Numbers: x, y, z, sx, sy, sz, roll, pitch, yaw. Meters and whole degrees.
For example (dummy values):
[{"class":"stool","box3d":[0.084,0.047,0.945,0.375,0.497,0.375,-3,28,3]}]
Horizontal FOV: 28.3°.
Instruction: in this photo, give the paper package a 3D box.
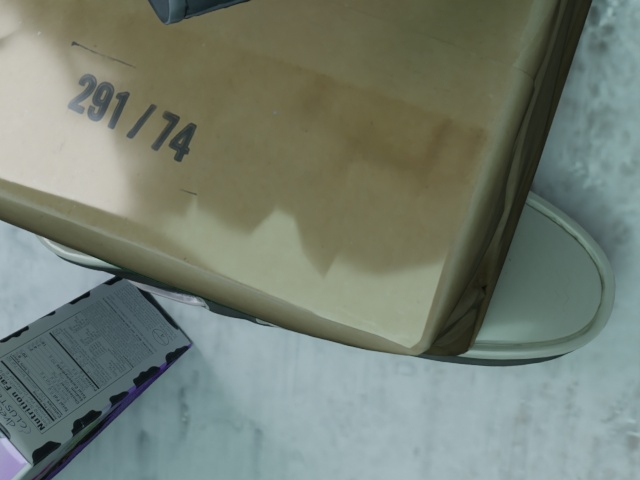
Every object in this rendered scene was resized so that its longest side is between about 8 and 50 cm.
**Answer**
[{"class":"paper package","box3d":[-0.040,-0.130,0.616,0.325,0.168,0.309,19,91,14]}]

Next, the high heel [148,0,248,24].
[{"class":"high heel","box3d":[-0.014,-0.201,0.509,0.186,0.093,0.261,-17,62,-16]}]

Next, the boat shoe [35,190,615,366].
[{"class":"boat shoe","box3d":[0.000,0.000,0.732,0.335,0.095,0.112,11,83,12]}]

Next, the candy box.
[{"class":"candy box","box3d":[-0.189,0.117,0.760,0.070,0.196,0.165,48,114,2]}]
